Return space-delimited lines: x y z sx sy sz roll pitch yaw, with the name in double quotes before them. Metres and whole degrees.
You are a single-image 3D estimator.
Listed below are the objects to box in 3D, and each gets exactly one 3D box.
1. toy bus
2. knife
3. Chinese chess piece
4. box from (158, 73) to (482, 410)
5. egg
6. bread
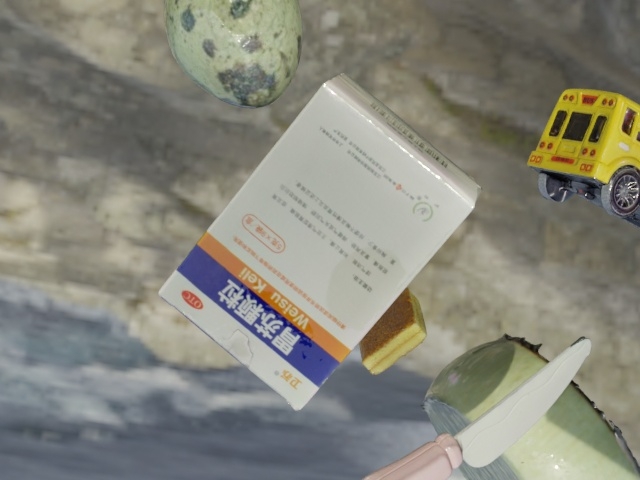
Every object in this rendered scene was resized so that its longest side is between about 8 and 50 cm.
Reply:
"toy bus" 0.434 -0.073 1.942 0.331 0.151 0.145 24 175 -34
"knife" 0.167 0.212 1.584 0.043 0.336 0.081 37 151 48
"Chinese chess piece" 0.292 0.293 2.014 0.146 0.349 0.349 -36 158 -12
"box" 0.000 0.000 1.593 0.200 0.299 0.106 40 -165 0
"egg" -0.087 -0.219 1.542 0.141 0.181 0.141 -17 165 -5
"bread" 0.089 0.115 1.893 0.090 0.094 0.035 -39 112 15
